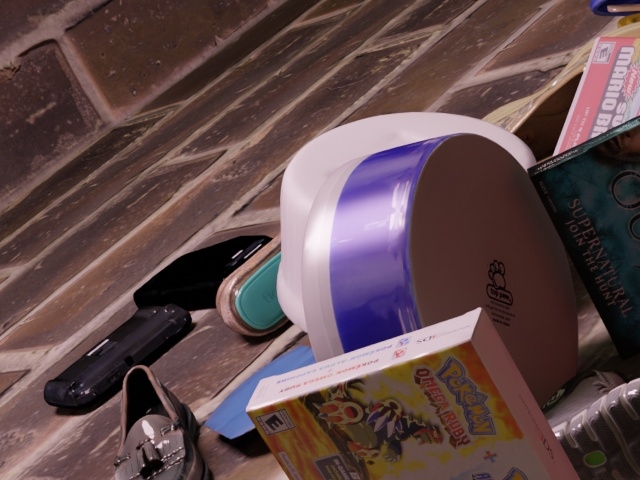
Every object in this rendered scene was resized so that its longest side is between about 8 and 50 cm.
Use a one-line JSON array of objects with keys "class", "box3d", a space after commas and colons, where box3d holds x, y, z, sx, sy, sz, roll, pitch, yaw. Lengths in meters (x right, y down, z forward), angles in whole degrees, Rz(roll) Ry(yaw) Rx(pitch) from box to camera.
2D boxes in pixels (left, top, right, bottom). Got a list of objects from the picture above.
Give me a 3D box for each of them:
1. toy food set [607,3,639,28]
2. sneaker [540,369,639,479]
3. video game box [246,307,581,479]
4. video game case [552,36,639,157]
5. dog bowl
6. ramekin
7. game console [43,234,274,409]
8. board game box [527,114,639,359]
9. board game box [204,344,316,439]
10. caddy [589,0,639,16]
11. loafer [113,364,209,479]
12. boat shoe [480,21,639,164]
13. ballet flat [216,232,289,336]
[{"class": "toy food set", "box3d": [0.428, -0.235, 2.133, 0.128, 0.071, 0.218, -4, 19, -1]}, {"class": "sneaker", "box3d": [0.235, 0.125, 1.308, 0.228, 0.086, 0.132, -21, 15, 29]}, {"class": "video game box", "box3d": [0.076, 0.164, 1.235, 0.187, 0.205, 0.048, -22, 21, 26]}, {"class": "video game case", "box3d": [0.319, -0.106, 1.757, 0.204, 0.025, 0.285, -70, 21, 0]}, {"class": "dog bowl", "box3d": [0.103, 0.049, 1.431, 0.104, 0.265, 0.265, -14, 21, 34]}, {"class": "ramekin", "box3d": [0.090, -0.017, 1.707, 0.277, 0.135, 0.277, -4, 29, 2]}, {"class": "game console", "box3d": [-0.207, 0.101, 2.203, 0.361, 0.044, 0.213, -39, 17, -34]}, {"class": "board game box", "box3d": [0.268, -0.006, 1.459, 0.126, 0.186, 0.026, -26, 18, 10]}, {"class": "board game box", "box3d": [-0.044, 0.163, 1.756, 0.133, 0.033, 0.168, -38, 13, -14]}, {"class": "caddy", "box3d": [0.499, -0.382, 2.247, 0.341, 0.179, 0.241, -18, -7, 33]}, {"class": "loafer", "box3d": [-0.173, 0.203, 1.747, 0.096, 0.084, 0.267, -28, 16, 1]}, {"class": "boat shoe", "box3d": [0.301, -0.150, 2.028, 0.285, 0.104, 0.089, -35, 18, 17]}, {"class": "ballet flat", "box3d": [0.000, 0.000, 2.059, 0.316, 0.108, 0.106, -34, 7, -20]}]
